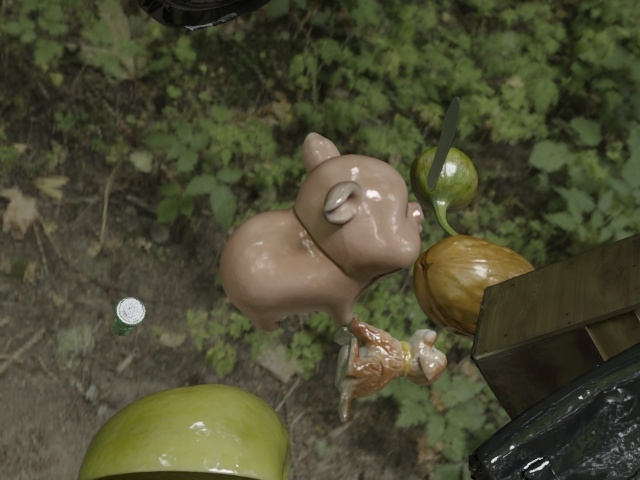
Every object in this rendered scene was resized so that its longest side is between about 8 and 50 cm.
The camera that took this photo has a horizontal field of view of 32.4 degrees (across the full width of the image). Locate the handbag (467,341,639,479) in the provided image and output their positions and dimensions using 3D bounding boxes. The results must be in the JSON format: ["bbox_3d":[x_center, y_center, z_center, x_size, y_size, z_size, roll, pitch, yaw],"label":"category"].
[{"bbox_3d":[0.300,0.230,1.031,0.275,0.088,0.244,-31,96,-3],"label":"handbag"}]

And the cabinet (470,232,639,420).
[{"bbox_3d":[0.317,0.121,1.267,0.174,0.215,0.148,55,31,-21],"label":"cabinet"}]

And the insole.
[{"bbox_3d":[0.184,-0.144,1.651,0.002,0.152,0.053,7,30,-18],"label":"insole"}]

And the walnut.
[{"bbox_3d":[0.214,0.066,1.477,0.180,0.144,0.144,29,54,-25],"label":"walnut"}]

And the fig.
[{"bbox_3d":[0.255,-0.082,2.253,0.149,0.149,0.245,13,47,-10],"label":"fig"}]

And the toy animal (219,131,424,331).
[{"bbox_3d":[0.000,0.000,1.701,0.326,0.269,0.237,-11,31,-2],"label":"toy animal"}]

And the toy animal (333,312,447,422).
[{"bbox_3d":[0.119,0.229,1.826,0.185,0.104,0.183,14,62,-18],"label":"toy animal"}]

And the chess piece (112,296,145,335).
[{"bbox_3d":[-0.272,0.111,1.531,0.042,0.093,0.042,7,68,-18],"label":"chess piece"}]

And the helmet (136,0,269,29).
[{"bbox_3d":[-0.092,-0.313,0.853,0.231,0.279,0.160,-29,68,-31],"label":"helmet"}]

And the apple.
[{"bbox_3d":[-0.160,0.319,1.346,0.254,0.292,0.291,-1,59,6],"label":"apple"}]
